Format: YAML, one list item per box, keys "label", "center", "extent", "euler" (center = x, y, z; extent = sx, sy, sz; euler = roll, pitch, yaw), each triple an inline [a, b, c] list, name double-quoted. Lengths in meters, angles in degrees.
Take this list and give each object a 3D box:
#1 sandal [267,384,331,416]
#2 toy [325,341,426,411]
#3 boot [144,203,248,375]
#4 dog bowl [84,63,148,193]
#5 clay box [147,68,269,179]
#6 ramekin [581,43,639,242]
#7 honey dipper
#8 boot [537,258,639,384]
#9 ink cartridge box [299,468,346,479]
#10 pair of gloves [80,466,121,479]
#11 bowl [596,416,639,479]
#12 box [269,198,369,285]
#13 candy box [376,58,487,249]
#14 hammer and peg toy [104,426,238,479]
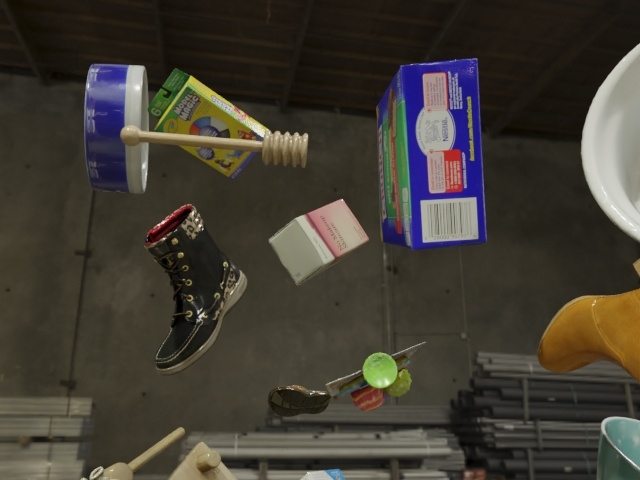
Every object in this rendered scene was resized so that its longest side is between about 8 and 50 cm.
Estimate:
- label: "sandal"
  center: [-0.061, 0.422, 1.605]
  extent: [0.219, 0.090, 0.060]
  euler: [12, 18, -43]
- label: "toy"
  center: [0.081, 0.202, 0.834]
  extent: [0.136, 0.056, 0.237]
  euler: [-23, -20, -4]
- label: "boot"
  center: [-0.344, 0.113, 1.475]
  extent: [0.138, 0.377, 0.284]
  euler: [-7, -57, 34]
- label: "dog bowl"
  center: [-0.421, -0.232, 1.247]
  extent: [0.104, 0.265, 0.265]
  euler: [1, -18, -13]
- label: "clay box"
  center: [-0.231, -0.231, 1.203]
  extent: [0.222, 0.053, 0.127]
  euler: [31, -57, -25]
- label: "ramekin"
  center: [0.423, -0.088, 0.593]
  extent: [0.277, 0.277, 0.135]
  euler: [-13, -26, 34]
- label: "honey dipper"
  center: [-0.091, -0.082, 0.511]
  extent: [0.160, 0.031, 0.030]
  euler: [3, -18, -2]
- label: "boot"
  center: [0.450, 0.163, 0.880]
  extent: [0.104, 0.211, 0.295]
  euler: [28, -58, -13]
- label: "ink cartridge box"
  center: [0.033, 0.621, 1.336]
  extent: [0.082, 0.191, 0.139]
  euler: [-49, -35, 12]
- label: "pair of gloves"
  center: [-0.353, 0.462, 0.851]
  extent: [0.042, 0.240, 0.204]
  euler: [15, -48, 29]
- label: "bowl"
  center: [0.635, 0.479, 1.076]
  extent: [0.311, 0.163, 0.311]
  euler: [18, 12, -4]
- label: "box"
  center: [0.000, 0.000, 1.631]
  extent: [0.126, 0.149, 0.232]
  euler: [-38, -7, 38]
- label: "candy box"
  center: [0.170, -0.126, 0.989]
  extent: [0.122, 0.269, 0.317]
  euler: [-3, 2, 0]
- label: "hammer and peg toy"
  center: [-0.284, 0.571, 1.285]
  extent: [0.127, 0.361, 0.266]
  euler: [-35, 7, 39]
